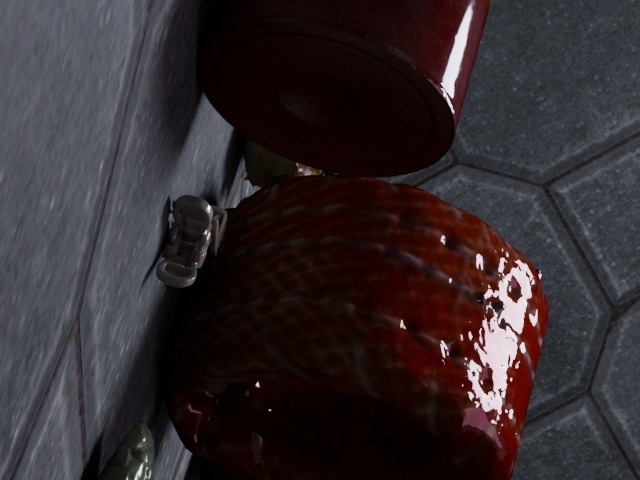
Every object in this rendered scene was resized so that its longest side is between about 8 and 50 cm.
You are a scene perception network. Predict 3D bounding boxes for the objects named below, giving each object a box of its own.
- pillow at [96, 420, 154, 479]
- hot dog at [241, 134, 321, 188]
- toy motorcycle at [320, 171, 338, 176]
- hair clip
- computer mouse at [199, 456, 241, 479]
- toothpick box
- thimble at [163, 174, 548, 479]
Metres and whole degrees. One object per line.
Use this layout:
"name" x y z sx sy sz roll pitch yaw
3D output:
"pillow" -0.180 0.324 1.239 0.274 0.076 0.281 -74 172 -49
"hot dog" -0.014 -0.136 1.596 0.146 0.103 0.213 91 14 -74
"toy motorcycle" 0.008 -0.145 2.028 0.298 0.089 0.171 -69 173 -50
"hair clip" -0.099 -0.012 1.349 0.226 0.034 0.072 -56 161 -82
"computer mouse" -0.113 0.282 2.062 0.295 0.087 0.168 -111 -160 -70
"toothpick box" 0.047 -0.242 1.273 0.204 0.204 0.333 99 7 -63
"thimble" 0.035 0.106 1.524 0.350 0.350 0.231 101 6 -56
